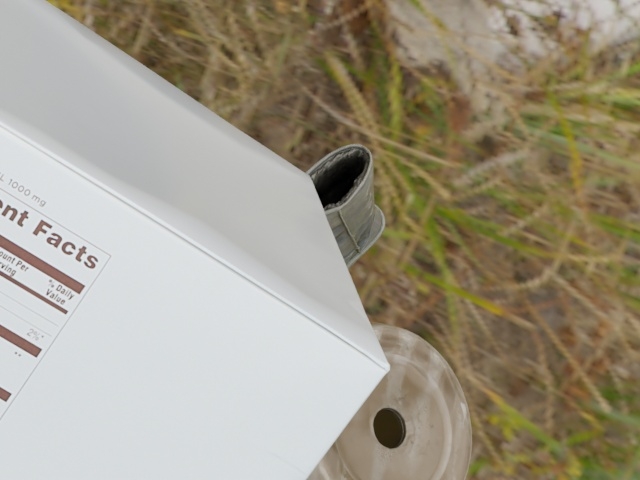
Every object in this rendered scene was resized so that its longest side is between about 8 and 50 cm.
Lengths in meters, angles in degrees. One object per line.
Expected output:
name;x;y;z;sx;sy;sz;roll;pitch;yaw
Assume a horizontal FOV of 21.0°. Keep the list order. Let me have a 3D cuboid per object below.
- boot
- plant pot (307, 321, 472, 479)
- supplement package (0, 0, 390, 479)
boot;-0.002;-0.001;1.818;0.076;0.208;0.189;37;85;9
plant pot;-0.016;0.198;1.662;0.323;0.280;0.323;10;73;-33
supplement package;-0.107;0.048;0.534;0.149;0.194;0.203;33;102;-15
